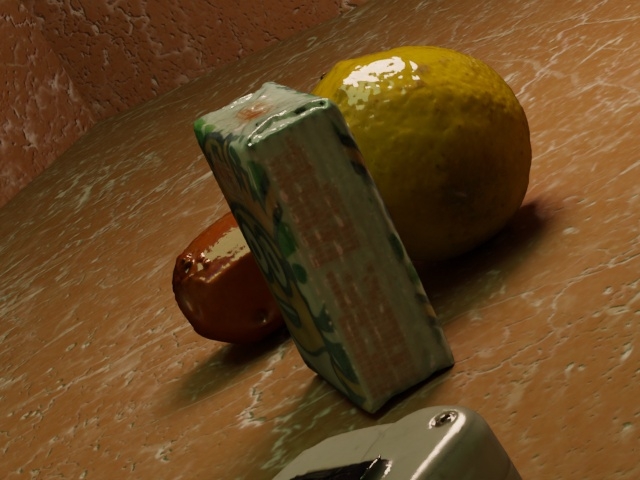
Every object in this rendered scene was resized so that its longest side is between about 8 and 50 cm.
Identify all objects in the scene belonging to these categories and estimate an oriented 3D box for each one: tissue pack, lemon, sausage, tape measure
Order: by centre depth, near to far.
[{"bbox_3d":[0.025,0.245,1.415,0.265,0.130,0.258,-16,24,44],"label":"tape measure"},{"bbox_3d":[0.000,0.000,1.875,0.128,0.311,0.228,-29,16,-11],"label":"tissue pack"},{"bbox_3d":[0.100,-0.098,2.066,0.310,0.253,0.253,3,-4,-32],"label":"lemon"},{"bbox_3d":[-0.053,0.019,2.207,0.268,0.153,0.141,-33,15,-9],"label":"sausage"}]
